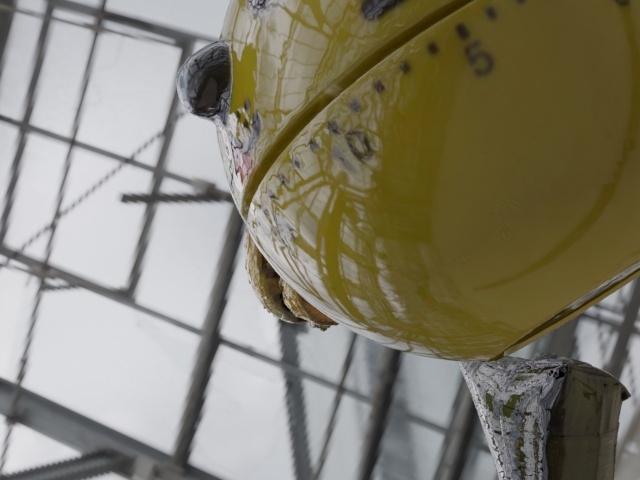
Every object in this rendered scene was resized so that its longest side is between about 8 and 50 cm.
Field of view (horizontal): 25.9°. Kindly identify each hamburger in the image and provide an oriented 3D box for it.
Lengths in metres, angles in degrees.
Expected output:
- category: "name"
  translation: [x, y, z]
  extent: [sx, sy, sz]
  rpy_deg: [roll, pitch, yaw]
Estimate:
- category: "hamburger"
  translation: [0.003, 0.007, 1.523]
  extent: [0.191, 0.118, 0.182]
  rpy_deg: [31, -102, -47]

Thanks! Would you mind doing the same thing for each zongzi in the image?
- category: "zongzi"
  translation: [0.259, 0.278, 1.823]
  extent: [0.138, 0.300, 0.286]
  rpy_deg: [2, -85, -35]

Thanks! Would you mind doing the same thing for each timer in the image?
- category: "timer"
  translation: [0.074, -0.125, 0.893]
  extent: [0.376, 0.387, 0.376]
  rpy_deg: [-29, -14, -8]
